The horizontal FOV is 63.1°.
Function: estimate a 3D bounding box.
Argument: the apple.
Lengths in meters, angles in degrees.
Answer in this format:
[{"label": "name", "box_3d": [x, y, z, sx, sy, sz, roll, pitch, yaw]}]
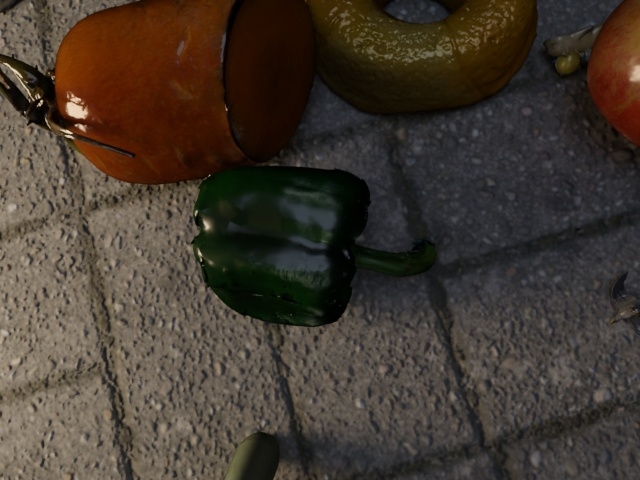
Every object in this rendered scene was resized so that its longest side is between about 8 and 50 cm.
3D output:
[{"label": "apple", "box_3d": [0.403, -0.191, 0.559, 0.210, 0.164, 0.209, 0, 89, 6]}]

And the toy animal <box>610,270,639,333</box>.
[{"label": "toy animal", "box_3d": [0.349, 0.080, 0.583, 0.050, 0.028, 0.084, -26, 78, -10]}]

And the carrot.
[{"label": "carrot", "box_3d": [-0.178, -0.156, 0.577, 0.331, 0.193, 0.214, -3, 61, 13]}]

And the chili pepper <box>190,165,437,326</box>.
[{"label": "chili pepper", "box_3d": [0.000, 0.000, 0.559, 0.261, 0.165, 0.173, 7, 68, 3]}]

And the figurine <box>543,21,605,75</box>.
[{"label": "figurine", "box_3d": [0.319, -0.234, 0.639, 0.083, 0.047, 0.050, -17, 95, 0]}]

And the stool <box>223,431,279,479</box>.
[{"label": "stool", "box_3d": [-0.070, 0.310, 0.486, 0.195, 0.198, 0.195, 42, 86, 8]}]

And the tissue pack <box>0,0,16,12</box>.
[{"label": "tissue pack", "box_3d": [-0.426, -0.404, 0.717, 0.156, 0.051, 0.112, -40, 78, -4]}]

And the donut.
[{"label": "donut", "box_3d": [0.122, -0.298, 0.631, 0.303, 0.110, 0.302, -1, 80, 5]}]
